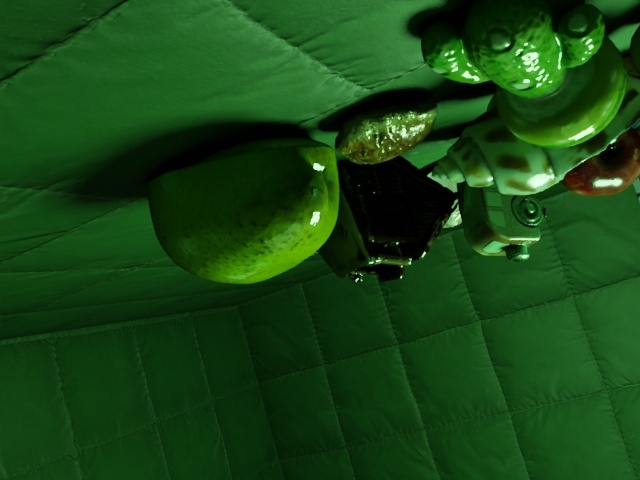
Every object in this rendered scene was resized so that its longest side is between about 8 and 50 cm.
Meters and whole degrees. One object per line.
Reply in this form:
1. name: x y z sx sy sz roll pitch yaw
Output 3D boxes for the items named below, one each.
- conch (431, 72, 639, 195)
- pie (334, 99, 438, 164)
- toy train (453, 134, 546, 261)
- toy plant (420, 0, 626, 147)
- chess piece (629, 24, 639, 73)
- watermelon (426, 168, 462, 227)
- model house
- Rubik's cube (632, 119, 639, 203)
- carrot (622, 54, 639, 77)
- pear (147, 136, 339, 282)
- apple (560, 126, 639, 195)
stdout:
1. conch: 0.387 -0.192 1.093 0.368 0.197 0.249 -47 -168 11
2. pie: 0.117 -0.195 1.091 0.193 0.079 0.163 -19 168 13
3. toy train: 0.386 -0.112 1.354 0.159 0.327 0.129 1 161 -10
4. toy plant: 0.295 -0.243 0.852 0.224 0.185 0.315 0 174 42
5. chess piece: 0.571 -0.329 0.910 0.166 0.167 0.300 -16 179 -2
6. watermelon: 0.408 -0.157 1.684 0.321 0.188 0.175 -10 -156 37
7. model house: 0.143 -0.035 1.428 0.282 0.298 0.317 -7 166 -24
8. Rubik's cube: 1.003 -0.263 1.636 0.291 0.287 0.293 -16 171 2
9. carrot: 0.617 -0.302 1.293 0.307 0.100 0.258 -21 173 18
10. pear: -0.091 -0.052 1.089 0.342 0.239 0.318 -10 178 -36
11. apple: 0.695 -0.220 1.579 0.233 0.234 0.234 -16 172 -2
